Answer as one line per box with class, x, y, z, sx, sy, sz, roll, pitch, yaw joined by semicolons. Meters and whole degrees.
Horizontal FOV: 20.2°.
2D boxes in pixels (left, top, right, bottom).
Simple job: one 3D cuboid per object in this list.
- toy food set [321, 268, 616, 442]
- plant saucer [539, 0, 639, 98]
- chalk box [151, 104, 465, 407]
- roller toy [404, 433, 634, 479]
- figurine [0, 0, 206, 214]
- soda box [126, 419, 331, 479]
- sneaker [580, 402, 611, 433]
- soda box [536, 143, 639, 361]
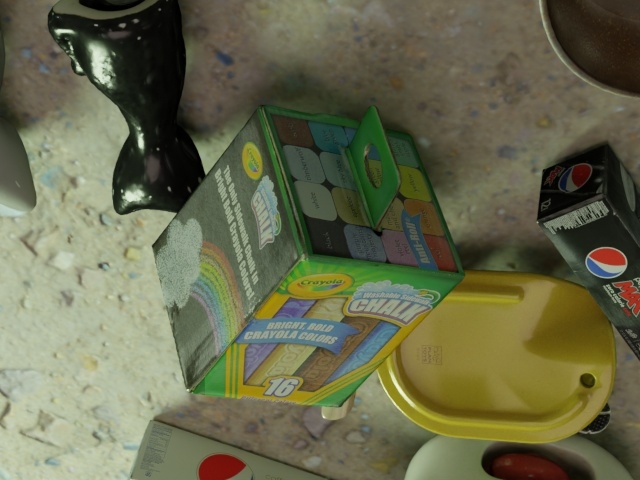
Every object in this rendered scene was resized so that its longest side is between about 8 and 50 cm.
toy food set;0.114;0.075;1.320;0.218;0.071;0.128;4;105;18
plant saucer;0.249;-0.205;0.981;0.310;0.050;0.310;-19;145;-14
chalk box;0.000;0.000;1.213;0.132;0.132;0.213;9;139;-34
roller toy;0.149;0.245;1.393;0.191;0.146;0.209;-24;127;36
figurine;-0.187;-0.095;1.233;0.215;0.092;0.209;3;135;11
soda box;-0.056;0.227;1.489;0.216;0.069;0.074;20;132;-4
sneaker;0.167;0.120;1.368;0.109;0.040;0.044;27;171;6
soda box;0.216;0.016;1.253;0.053;0.060;0.169;-21;124;29
